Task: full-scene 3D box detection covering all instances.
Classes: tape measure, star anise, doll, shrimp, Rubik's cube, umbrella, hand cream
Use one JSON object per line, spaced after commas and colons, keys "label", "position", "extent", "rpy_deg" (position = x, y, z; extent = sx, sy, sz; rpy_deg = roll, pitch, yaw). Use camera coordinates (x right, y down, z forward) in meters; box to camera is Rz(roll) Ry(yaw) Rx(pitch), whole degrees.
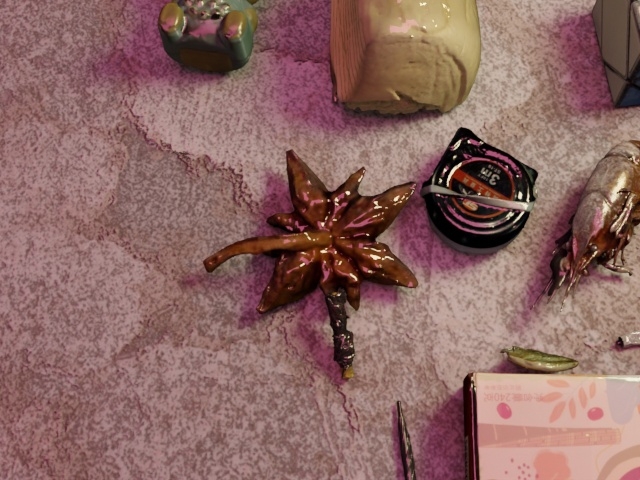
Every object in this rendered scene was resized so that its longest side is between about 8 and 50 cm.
{"label": "tape measure", "position": [0.260, -0.071, 1.463], "extent": [0.182, 0.107, 0.181], "rpy_deg": [34, 75, 14]}
{"label": "star anise", "position": [0.001, -0.001, 1.461], "extent": [0.349, 0.109, 0.293], "rpy_deg": [18, 70, 10]}
{"label": "doll", "position": [-0.184, -0.442, 1.584], "extent": [0.176, 0.161, 0.261], "rpy_deg": [6, 73, 5]}
{"label": "shrimp", "position": [0.450, -0.015, 1.422], "extent": [0.116, 0.145, 0.343], "rpy_deg": [23, 69, 37]}
{"label": "Rubik's cube", "position": [0.591, -0.364, 1.479], "extent": [0.204, 0.205, 0.208], "rpy_deg": [-8, 73, 1]}
{"label": "umbrella", "position": [0.146, 0.380, 1.363], "extent": [0.044, 0.044, 0.269], "rpy_deg": [4, 71, -27]}
{"label": "umbrella", "position": [0.034, 0.151, 1.422], "extent": [0.037, 0.040, 0.144], "rpy_deg": [2, 104, 45]}
{"label": "hand cream", "position": [0.519, 0.154, 1.421], "extent": [0.093, 0.019, 0.030], "rpy_deg": [-12, 70, -7]}

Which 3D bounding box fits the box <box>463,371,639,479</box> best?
{"label": "box", "position": [0.409, 0.375, 1.301], "extent": [0.385, 0.122, 0.345], "rpy_deg": [0, 72, 4]}

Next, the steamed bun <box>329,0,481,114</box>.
{"label": "steamed bun", "position": [0.167, -0.374, 1.514], "extent": [0.272, 0.273, 0.291], "rpy_deg": [-4, 75, -14]}

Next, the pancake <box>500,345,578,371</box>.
{"label": "pancake", "position": [0.339, 0.181, 1.364], "extent": [0.116, 0.129, 0.023], "rpy_deg": [10, 94, 27]}
